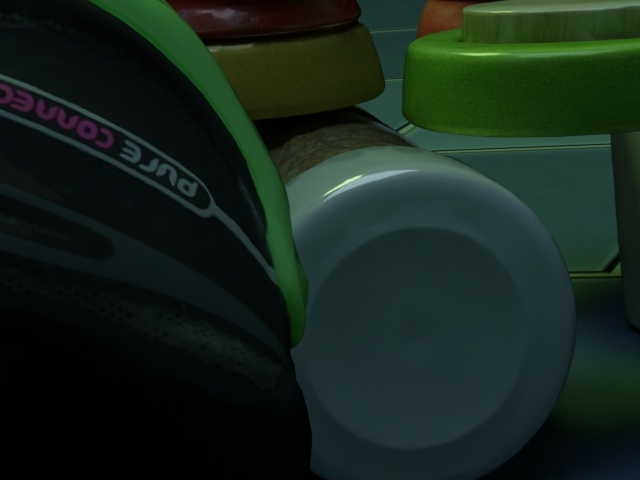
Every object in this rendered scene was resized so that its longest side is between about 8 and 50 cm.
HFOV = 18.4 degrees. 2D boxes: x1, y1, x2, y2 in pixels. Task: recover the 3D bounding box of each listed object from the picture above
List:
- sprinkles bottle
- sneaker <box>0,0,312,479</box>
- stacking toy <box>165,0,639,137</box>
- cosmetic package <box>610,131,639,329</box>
[{"bbox_3d":[0.000,0.000,0.846,0.121,0.121,0.355,-8,13,-9],"label":"sprinkles bottle"},{"bbox_3d":[-0.220,0.079,0.429,0.483,0.185,0.202,-25,51,-11],"label":"sneaker"},{"bbox_3d":[0.085,-0.130,0.827,0.309,0.130,0.279,-15,16,-41],"label":"stacking toy"},{"bbox_3d":[0.295,-0.026,0.837,0.310,0.113,0.160,-8,12,-12],"label":"cosmetic package"}]
